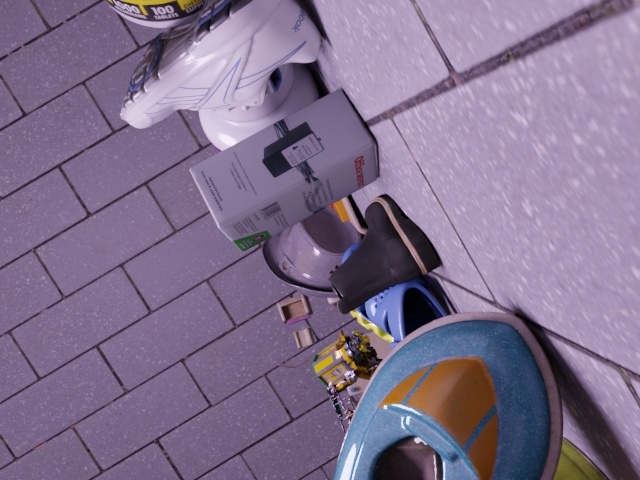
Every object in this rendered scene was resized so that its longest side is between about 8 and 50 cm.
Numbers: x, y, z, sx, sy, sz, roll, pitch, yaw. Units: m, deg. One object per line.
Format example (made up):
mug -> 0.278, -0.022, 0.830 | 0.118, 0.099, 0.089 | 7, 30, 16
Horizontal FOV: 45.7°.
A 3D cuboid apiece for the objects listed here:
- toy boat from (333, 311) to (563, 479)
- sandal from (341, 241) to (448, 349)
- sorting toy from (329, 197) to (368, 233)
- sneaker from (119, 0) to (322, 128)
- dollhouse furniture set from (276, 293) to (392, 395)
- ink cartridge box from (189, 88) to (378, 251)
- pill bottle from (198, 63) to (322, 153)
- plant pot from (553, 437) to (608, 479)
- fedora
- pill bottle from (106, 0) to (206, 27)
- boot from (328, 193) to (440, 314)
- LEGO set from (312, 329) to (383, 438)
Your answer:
toy boat -> 0.154, 0.209, 0.645 | 0.318, 0.267, 0.148 | 27, -175, 33
sandal -> 0.129, 0.102, 1.074 | 0.317, 0.126, 0.138 | 53, 160, 39
sorting toy -> 0.015, -0.116, 1.514 | 0.208, 0.038, 0.193 | 59, 178, -21
sneaker -> -0.124, -0.188, 0.862 | 0.129, 0.297, 0.111 | 34, -126, -32
dollhouse furniture set -> 0.081, 0.258, 1.882 | 0.198, 0.286, 0.303 | 68, -178, -79
ink cartridge box -> -0.039, -0.082, 0.948 | 0.087, 0.208, 0.153 | 62, 178, 13
pill bottle -> -0.074, -0.167, 1.081 | 0.169, 0.169, 0.301 | 58, 178, 23
plant pot -> 0.208, 0.459, 0.813 | 0.366, 0.353, 0.366 | 59, 178, 3
fedora -> 0.000, 0.000, 1.673 | 0.275, 0.243, 0.124 | -120, 30, -46
pill bottle -> -0.196, -0.373, 0.764 | 0.188, 0.188, 0.334 | 58, 178, 14
boot -> 0.057, 0.013, 1.001 | 0.077, 0.137, 0.198 | 60, 178, -21
LEGO set -> 0.155, 0.255, 1.148 | 0.255, 0.192, 0.331 | 28, -146, -43
